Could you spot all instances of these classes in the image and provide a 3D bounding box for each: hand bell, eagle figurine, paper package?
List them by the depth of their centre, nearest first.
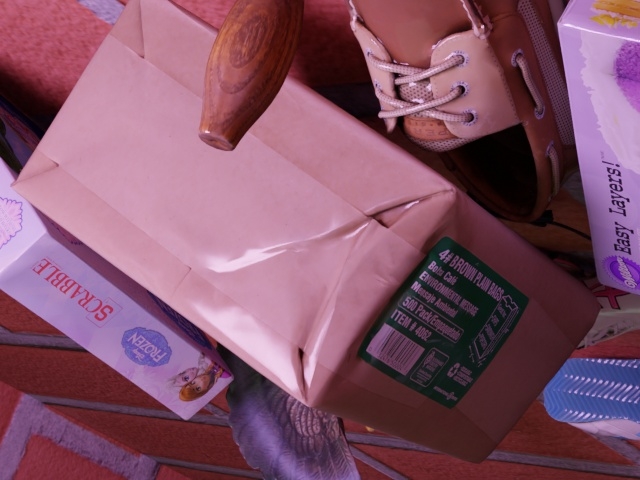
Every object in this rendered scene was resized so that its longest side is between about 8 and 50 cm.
[{"bbox_3d":[-0.009,-0.156,0.901,0.126,0.242,0.126,19,162,6],"label":"hand bell"},{"bbox_3d":[0.000,0.000,1.276,0.309,0.168,0.325,34,-179,29],"label":"paper package"},{"bbox_3d":[0.015,0.099,1.674,0.226,0.225,0.298,4,152,15],"label":"eagle figurine"}]

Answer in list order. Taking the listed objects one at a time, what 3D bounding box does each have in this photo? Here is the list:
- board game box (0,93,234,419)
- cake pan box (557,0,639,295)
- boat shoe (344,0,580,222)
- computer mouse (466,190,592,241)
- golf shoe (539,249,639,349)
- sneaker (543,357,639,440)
[{"bbox_3d":[-0.244,-0.019,1.616,0.318,0.066,0.318,52,-176,36],"label":"board game box"},{"bbox_3d":[0.278,-0.037,1.101,0.246,0.070,0.267,19,148,27],"label":"cake pan box"},{"bbox_3d":[0.090,-0.113,1.123,0.122,0.120,0.324,8,159,37],"label":"boat shoe"},{"bbox_3d":[0.223,-0.013,1.431,0.242,0.041,0.071,18,180,26],"label":"computer mouse"},{"bbox_3d":[0.239,0.062,1.545,0.186,0.086,0.067,5,156,38],"label":"golf shoe"},{"bbox_3d":[0.333,0.157,1.749,0.228,0.087,0.092,8,174,41],"label":"sneaker"}]
